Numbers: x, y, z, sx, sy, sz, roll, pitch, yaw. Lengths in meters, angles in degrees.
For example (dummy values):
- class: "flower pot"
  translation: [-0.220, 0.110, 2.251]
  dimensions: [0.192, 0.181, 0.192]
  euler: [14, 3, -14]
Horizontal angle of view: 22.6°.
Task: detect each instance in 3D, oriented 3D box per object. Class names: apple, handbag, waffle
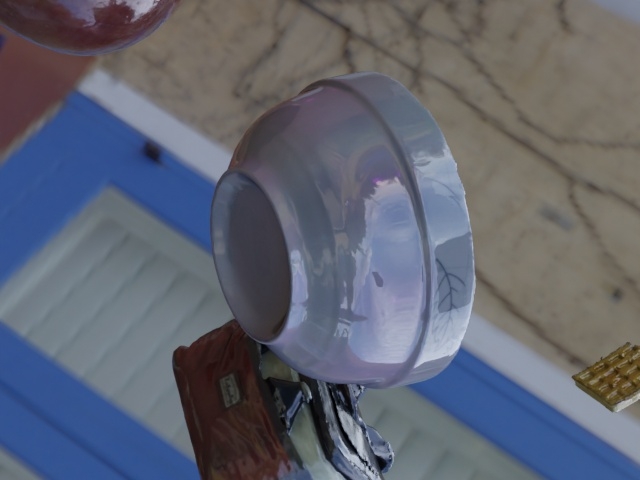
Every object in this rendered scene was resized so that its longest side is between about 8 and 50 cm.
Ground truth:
- class: "apple"
  translation: [-0.246, -0.336, 1.596]
  dimensions: [0.235, 0.305, 0.306]
  euler: [-52, 174, 39]
- class: "handbag"
  translation: [-0.041, 0.182, 1.689]
  dimensions: [0.181, 0.254, 0.181]
  euler: [-28, 138, 10]
- class: "waffle"
  translation: [0.405, 0.170, 2.079]
  dimensions: [0.135, 0.092, 0.021]
  euler: [-28, 124, -21]

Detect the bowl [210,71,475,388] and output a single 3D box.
- class: "bowl"
  translation: [0.000, 0.000, 1.407]
  dimensions: [0.143, 0.287, 0.287]
  euler: [-11, 144, -28]
